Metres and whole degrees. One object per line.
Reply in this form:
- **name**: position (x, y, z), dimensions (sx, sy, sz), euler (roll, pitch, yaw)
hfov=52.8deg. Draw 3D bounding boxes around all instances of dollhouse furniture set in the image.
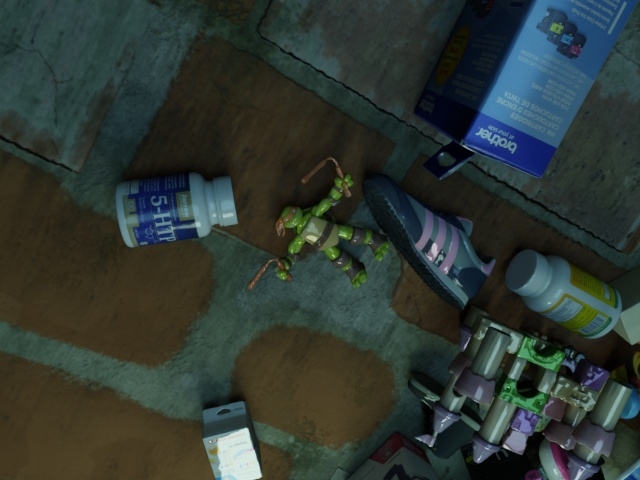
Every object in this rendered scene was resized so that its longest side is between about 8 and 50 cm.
- **dollhouse furniture set**: position (0.430, 0.396, 1.356), dimensions (0.181, 0.101, 0.161), euler (-7, 120, 2)

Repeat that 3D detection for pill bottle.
- **pill bottle**: position (0.466, 0.099, 1.248), dimensions (0.208, 0.118, 0.118), euler (26, 104, -18)
- **pill bottle**: position (-0.237, -0.056, 1.079), dimensions (0.186, 0.112, 0.112), euler (-9, 112, -6)

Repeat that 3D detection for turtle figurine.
- **turtle figurine**: position (0.000, 0.000, 1.152), dimensions (0.217, 0.087, 0.270), euler (30, 95, -26)

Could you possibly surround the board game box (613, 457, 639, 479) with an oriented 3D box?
- **board game box**: position (0.804, 0.425, 1.359), dimensions (0.390, 0.050, 0.390), euler (-45, 141, 8)

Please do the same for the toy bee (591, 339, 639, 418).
- **toy bee**: position (0.658, 0.279, 1.302), dimensions (0.195, 0.298, 0.162), euler (11, 70, -30)

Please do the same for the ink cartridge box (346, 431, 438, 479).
- **ink cartridge box**: position (0.157, 0.534, 1.296), dimensions (0.100, 0.237, 0.172), euler (39, 100, -20)

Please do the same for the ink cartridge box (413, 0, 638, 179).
- **ink cartridge box**: position (0.294, -0.269, 0.999), dimensions (0.151, 0.270, 0.396), euler (20, 106, -14)

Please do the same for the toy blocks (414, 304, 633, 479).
- **toy blocks**: position (0.356, 0.302, 1.198), dimensions (0.288, 0.309, 0.260), euler (23, 96, 1)

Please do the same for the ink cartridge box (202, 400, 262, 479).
- **ink cartridge box**: position (-0.176, 0.393, 1.269), dimensions (0.092, 0.090, 0.143), euler (-14, 113, -4)

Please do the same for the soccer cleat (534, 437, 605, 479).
- **soccer cleat**: position (0.500, 0.493, 1.349), dimensions (0.143, 0.116, 0.331), euler (-26, 142, 26)

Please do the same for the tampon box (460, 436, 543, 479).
- **tampon box**: position (0.389, 0.504, 1.364), dimensions (0.120, 0.161, 0.102), euler (-23, 112, -1)

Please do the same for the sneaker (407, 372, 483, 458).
- **sneaker**: position (0.236, 0.371, 1.332), dimensions (0.222, 0.083, 0.118), euler (40, 100, -21)

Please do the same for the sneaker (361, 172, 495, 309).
- **sneaker**: position (0.202, -0.023, 1.180), dimensions (0.131, 0.112, 0.319), euler (-44, 115, -10)

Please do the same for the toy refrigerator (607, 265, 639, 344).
- **toy refrigerator**: position (0.703, 0.093, 1.293), dimensions (0.269, 0.102, 0.094), euler (-31, 112, 2)
